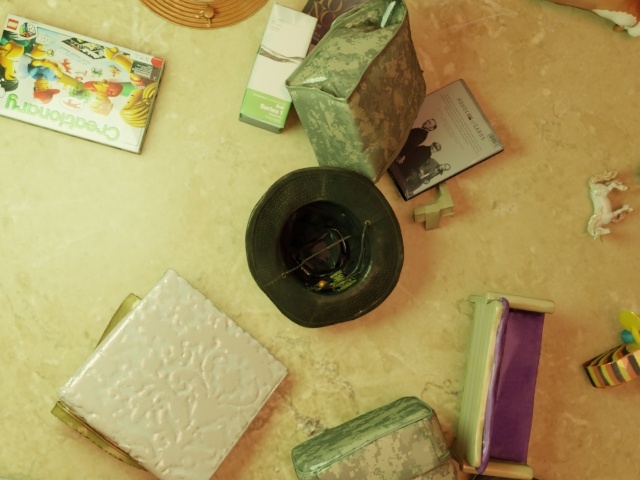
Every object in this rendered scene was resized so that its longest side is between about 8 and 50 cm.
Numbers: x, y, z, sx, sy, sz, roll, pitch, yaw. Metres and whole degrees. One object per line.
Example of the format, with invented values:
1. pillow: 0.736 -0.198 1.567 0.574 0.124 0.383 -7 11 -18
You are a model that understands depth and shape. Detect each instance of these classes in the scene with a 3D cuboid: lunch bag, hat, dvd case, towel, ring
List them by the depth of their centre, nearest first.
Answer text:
1. towel: -0.268 0.268 1.503 0.332 0.053 0.317 45 69 -19
2. lunch bag: 0.092 -0.299 1.534 0.169 0.235 0.287 21 63 33
3. lunch bag: 0.115 0.479 1.536 0.305 0.212 0.255 -23 91 -9
4. hat: 0.000 0.000 1.575 0.332 0.134 0.331 -4 107 -13
5. ring: -0.241 -0.594 1.607 0.337 0.032 0.336 0 88 -10
6. dvd case: 0.040 -0.448 1.654 0.165 0.018 0.221 31 83 -7
7. dvd case: 0.237 -0.211 1.656 0.239 0.029 0.179 -27 80 -10

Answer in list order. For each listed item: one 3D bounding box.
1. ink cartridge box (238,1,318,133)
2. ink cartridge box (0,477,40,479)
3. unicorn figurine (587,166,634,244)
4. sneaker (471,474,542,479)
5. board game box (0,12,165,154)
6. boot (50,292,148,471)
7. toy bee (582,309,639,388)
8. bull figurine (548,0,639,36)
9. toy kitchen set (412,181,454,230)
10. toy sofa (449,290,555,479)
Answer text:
1. ink cartridge box: -0.085 -0.330 1.548 0.093 0.160 0.219 18 91 -7
2. ink cartridge box: -0.693 0.575 1.443 0.310 0.130 0.271 7 89 -9
3. unicorn figurine: 0.620 -0.069 1.722 0.111 0.060 0.161 -13 74 -9
4. sneaker: 0.449 0.541 1.635 0.300 0.121 0.111 15 85 -8
5. board game box: -0.477 -0.300 1.547 0.306 0.053 0.192 15 86 -9
6. boot: -0.349 0.275 1.533 0.236 0.089 0.269 37 79 -12
7. toy bee: 0.706 0.214 1.669 0.195 0.162 0.298 42 82 -4
8. bull figurine: 0.599 -0.557 1.710 0.311 0.101 0.188 12 82 -11
9. toy kitchen set: 0.230 -0.072 1.666 0.083 0.068 0.075 -13 57 -1
10. toy sofa: 0.372 0.290 1.604 0.150 0.177 0.362 9 86 -8
